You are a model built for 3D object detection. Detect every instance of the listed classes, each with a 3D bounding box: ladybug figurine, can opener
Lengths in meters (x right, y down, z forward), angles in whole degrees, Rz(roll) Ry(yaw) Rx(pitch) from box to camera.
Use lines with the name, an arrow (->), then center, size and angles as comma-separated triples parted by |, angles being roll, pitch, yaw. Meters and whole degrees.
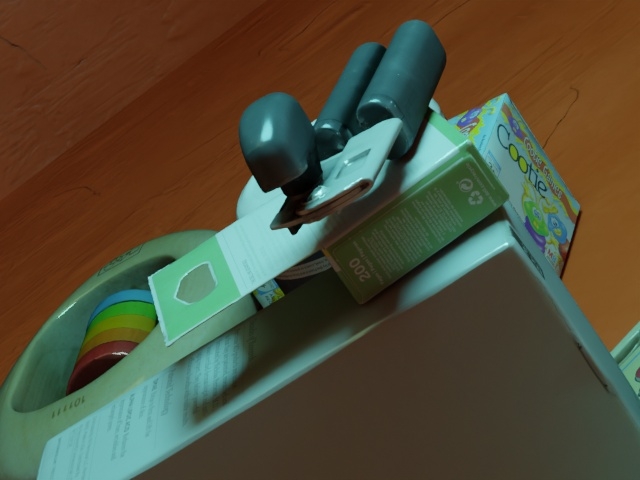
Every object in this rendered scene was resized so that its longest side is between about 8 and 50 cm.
ladybug figurine -> -0.175, 0.142, 1.923 | 0.305, 0.162, 0.449 | -29, 19, 18
can opener -> 0.016, -0.092, 1.282 | 0.076, 0.095, 0.283 | -26, 18, 24

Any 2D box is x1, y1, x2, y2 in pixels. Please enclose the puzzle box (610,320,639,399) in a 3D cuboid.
puzzle box -> 0.291, 0.145, 1.298 | 0.272, 0.052, 0.409 | -44, 21, -24

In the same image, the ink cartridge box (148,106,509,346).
ink cartridge box -> 0.000, 0.000, 1.318 | 0.235, 0.056, 0.171 | -36, 17, 1

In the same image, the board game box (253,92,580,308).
board game box -> 0.086, 0.000, 1.864 | 0.275, 0.144, 0.142 | -25, 21, 28

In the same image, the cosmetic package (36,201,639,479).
cosmetic package -> 0.016, 0.152, 1.332 | 0.385, 0.217, 0.156 | -30, 18, 8

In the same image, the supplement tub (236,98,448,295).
supplement tub -> 0.075, 0.029, 1.602 | 0.191, 0.272, 0.191 | -30, 18, 11
